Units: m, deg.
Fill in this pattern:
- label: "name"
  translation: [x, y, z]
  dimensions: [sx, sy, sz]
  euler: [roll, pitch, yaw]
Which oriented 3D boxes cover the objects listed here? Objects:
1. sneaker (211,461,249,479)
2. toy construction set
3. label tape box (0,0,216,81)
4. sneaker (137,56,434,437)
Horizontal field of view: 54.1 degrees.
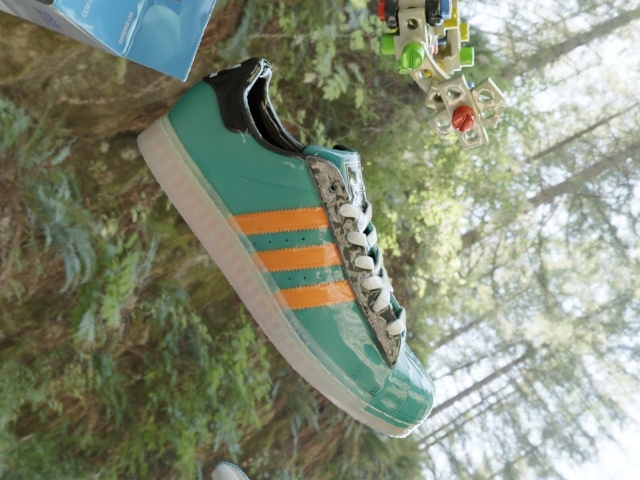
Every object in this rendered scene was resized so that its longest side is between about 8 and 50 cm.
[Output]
- label: "sneaker"
  translation: [-0.112, 0.417, 0.857]
  dimensions: [0.087, 0.092, 0.229]
  euler: [102, -33, -51]
- label: "toy construction set"
  translation: [0.163, -0.277, 0.905]
  dimensions: [0.328, 0.151, 0.215]
  euler: [-90, 170, -50]
- label: "label tape box"
  translation: [-0.251, -0.335, 0.601]
  dimensions: [0.106, 0.333, 0.241]
  euler: [170, -60, -84]
- label: "sneaker"
  translation: [0.000, 0.000, 0.457]
  dimensions: [0.302, 0.121, 0.108]
  euler: [51, 12, 2]
